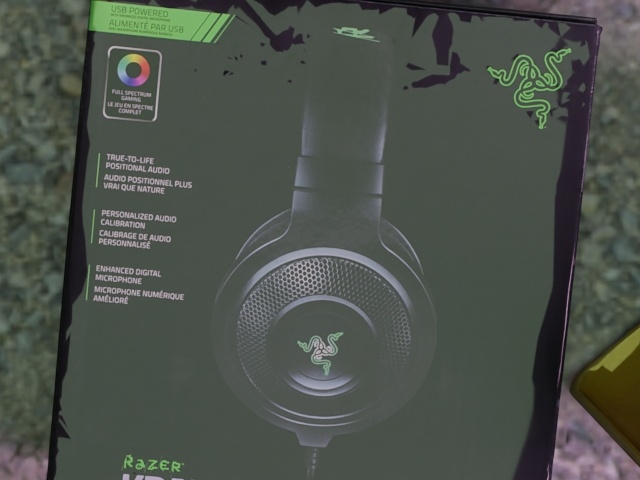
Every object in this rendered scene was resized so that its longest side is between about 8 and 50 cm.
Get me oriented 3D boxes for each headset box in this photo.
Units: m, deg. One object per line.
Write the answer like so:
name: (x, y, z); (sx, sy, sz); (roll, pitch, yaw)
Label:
headset box: (0.000, 0.000, 0.896); (0.246, 0.131, 0.283); (6, 94, -3)

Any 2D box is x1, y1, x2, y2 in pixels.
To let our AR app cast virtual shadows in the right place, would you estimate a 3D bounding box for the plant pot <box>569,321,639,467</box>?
plant pot: (0.287, 0.105, 0.889); (0.212, 0.212, 0.187); (-39, 108, 1)
